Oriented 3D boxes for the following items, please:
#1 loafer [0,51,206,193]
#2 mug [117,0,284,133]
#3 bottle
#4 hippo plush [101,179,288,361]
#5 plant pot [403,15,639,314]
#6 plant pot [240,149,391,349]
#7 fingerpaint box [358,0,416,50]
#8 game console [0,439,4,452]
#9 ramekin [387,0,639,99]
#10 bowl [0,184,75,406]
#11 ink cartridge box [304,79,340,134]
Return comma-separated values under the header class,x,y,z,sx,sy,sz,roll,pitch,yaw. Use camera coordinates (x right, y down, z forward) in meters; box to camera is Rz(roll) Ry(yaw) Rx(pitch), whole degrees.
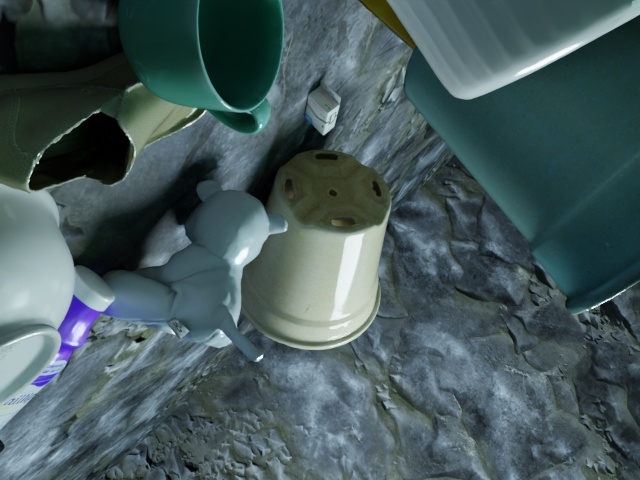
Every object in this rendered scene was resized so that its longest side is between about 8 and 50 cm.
class,x,y,z,sx,sy,sz,roll,pitch,yaw
loafer,-0.189,-0.102,0.512,0.268,0.092,0.102,-34,165,-47
mug,-0.103,-0.165,0.477,0.129,0.097,0.158,-34,131,-58
bottle,-0.391,0.153,0.733,0.283,0.092,0.118,-44,171,-2
hippo plush,-0.191,0.026,0.855,0.294,0.234,0.237,158,-49,-71
plant pot,0.296,-0.152,0.650,0.341,0.334,0.341,-39,165,-12
plant pot,0.000,0.000,1.149,0.333,0.333,0.306,-37,157,-36
fingerpaint box,0.285,-0.457,0.764,0.444,0.163,0.371,-29,161,-49
game console,-0.585,0.429,0.847,0.250,0.173,0.293,-39,169,-27
ramekin,0.176,-0.219,0.401,0.277,0.135,0.277,-31,-172,5
bowl,-0.347,0.087,0.534,0.298,0.134,0.298,-43,170,-9
ink cartridge box,0.003,-0.218,0.934,0.028,0.048,0.083,-41,168,-20
